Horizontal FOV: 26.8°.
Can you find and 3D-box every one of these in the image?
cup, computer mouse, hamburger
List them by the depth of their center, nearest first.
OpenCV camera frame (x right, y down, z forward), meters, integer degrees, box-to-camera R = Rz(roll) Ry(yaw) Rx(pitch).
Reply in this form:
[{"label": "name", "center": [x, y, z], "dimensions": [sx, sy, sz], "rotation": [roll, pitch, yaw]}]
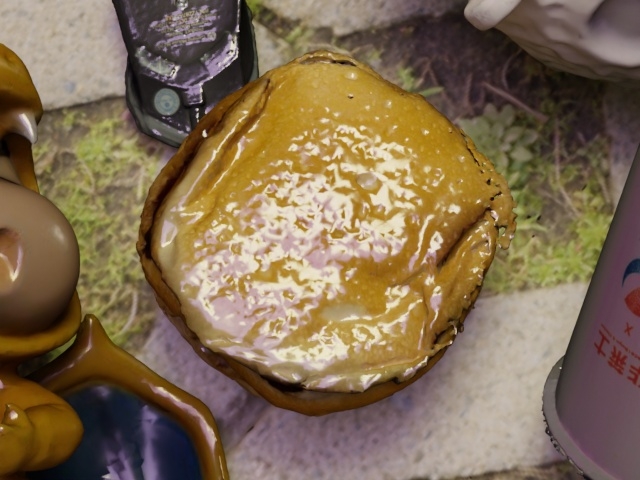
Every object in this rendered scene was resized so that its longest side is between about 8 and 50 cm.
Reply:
[{"label": "cup", "center": [0.250, -0.002, 0.766], "dimensions": [0.203, 0.288, 0.203], "rotation": [4, 32, -2]}, {"label": "hamburger", "center": [0.000, 0.000, 0.899], "dimensions": [0.244, 0.163, 0.244], "rotation": [0, 71, 0]}, {"label": "computer mouse", "center": [-0.101, -0.160, 1.013], "dimensions": [0.106, 0.062, 0.192], "rotation": [-7, 78, 5]}]

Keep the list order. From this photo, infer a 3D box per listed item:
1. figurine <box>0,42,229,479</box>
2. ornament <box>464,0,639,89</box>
[{"label": "figurine", "center": [-0.293, 0.093, 0.858], "dimensions": [0.401, 0.268, 0.387], "rotation": [-13, 74, 9]}, {"label": "ornament", "center": [0.202, -0.272, 0.854], "dimensions": [0.337, 0.337, 0.337], "rotation": [-2, 73, 7]}]
